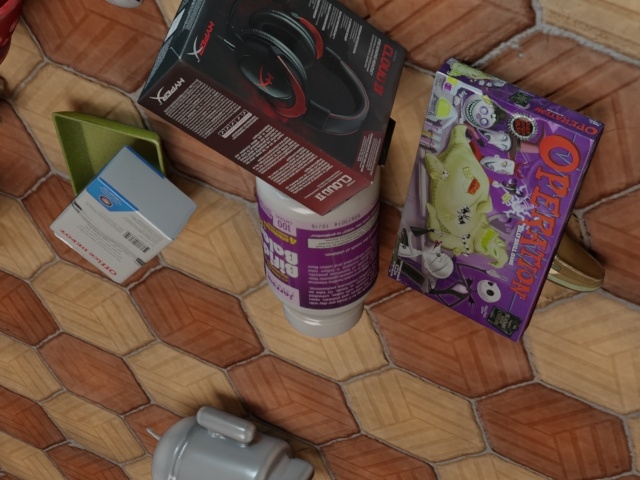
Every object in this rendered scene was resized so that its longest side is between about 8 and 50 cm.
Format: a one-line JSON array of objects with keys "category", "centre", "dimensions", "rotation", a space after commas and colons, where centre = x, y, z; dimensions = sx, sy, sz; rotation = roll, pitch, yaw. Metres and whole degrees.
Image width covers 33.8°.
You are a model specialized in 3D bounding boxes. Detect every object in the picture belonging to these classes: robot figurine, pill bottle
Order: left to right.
[{"category": "robot figurine", "centre": [-0.191, 0.472, 2.120], "dimensions": [0.354, 0.200, 0.299], "rotation": [14, 117, 19]}, {"category": "pill bottle", "centre": [0.000, 0.000, 1.489], "dimensions": [0.169, 0.169, 0.301], "rotation": [16, 140, 17]}]

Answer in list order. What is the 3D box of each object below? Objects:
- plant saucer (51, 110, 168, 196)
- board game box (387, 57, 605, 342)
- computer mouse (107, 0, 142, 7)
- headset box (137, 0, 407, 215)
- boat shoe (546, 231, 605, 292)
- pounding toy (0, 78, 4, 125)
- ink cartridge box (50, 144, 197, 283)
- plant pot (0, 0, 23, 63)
[{"category": "plant saucer", "centre": [-0.312, -0.122, 1.650], "dimensions": [0.188, 0.045, 0.188], "rotation": [17, 141, 17]}, {"category": "board game box", "centre": [0.211, -0.042, 1.343], "dimensions": [0.208, 0.056, 0.346], "rotation": [24, 134, 16]}, {"category": "computer mouse", "centre": [-0.274, -0.371, 1.346], "dimensions": [0.106, 0.042, 0.193], "rotation": [12, 139, 19]}, {"category": "headset box", "centre": [-0.035, -0.185, 1.231], "dimensions": [0.293, 0.218, 0.110], "rotation": [32, 144, -22]}, {"category": "boat shoe", "centre": [0.298, 0.000, 1.388], "dimensions": [0.190, 0.068, 0.072], "rotation": [28, 131, 2]}, {"category": "pounding toy", "centre": [-0.628, -0.255, 1.622], "dimensions": [0.270, 0.154, 0.154], "rotation": [5, 160, -20]}, {"category": "ink cartridge box", "centre": [-0.308, -0.036, 1.636], "dimensions": [0.148, 0.086, 0.203], "rotation": [41, 142, -14]}, {"category": "plant pot", "centre": [-0.504, -0.324, 1.436], "dimensions": [0.191, 0.191, 0.174], "rotation": [33, 152, -4]}]
